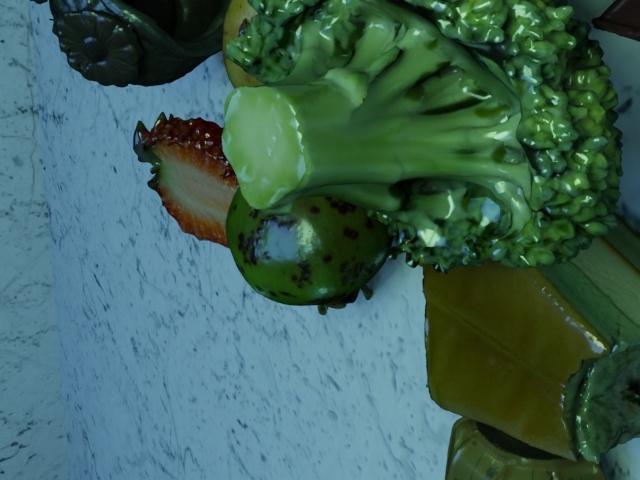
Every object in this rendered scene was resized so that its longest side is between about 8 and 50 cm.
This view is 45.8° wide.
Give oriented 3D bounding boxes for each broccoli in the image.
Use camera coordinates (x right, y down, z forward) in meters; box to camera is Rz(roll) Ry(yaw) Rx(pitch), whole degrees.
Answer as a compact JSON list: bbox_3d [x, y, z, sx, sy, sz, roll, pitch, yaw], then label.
[{"bbox_3d":[0.062,-0.105,0.528,0.288,0.259,0.236,7,81,39],"label":"broccoli"}]

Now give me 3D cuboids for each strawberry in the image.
[{"bbox_3d":[-0.137,-0.084,1.200,0.306,0.138,0.234,26,145,23],"label":"strawberry"}]

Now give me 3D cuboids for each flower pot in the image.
[{"bbox_3d":[-0.262,-0.371,1.108,0.213,0.301,0.302,-11,91,52],"label":"flower pot"}]

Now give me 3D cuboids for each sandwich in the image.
[{"bbox_3d":[0.208,0.043,0.644,0.198,0.155,0.228,11,109,54],"label":"sandwich"}]

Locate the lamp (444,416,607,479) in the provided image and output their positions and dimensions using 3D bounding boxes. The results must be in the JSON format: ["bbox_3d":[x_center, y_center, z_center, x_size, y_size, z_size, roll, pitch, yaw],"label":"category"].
[{"bbox_3d":[0.193,0.260,0.737,0.161,0.161,0.185,25,118,52],"label":"lamp"}]

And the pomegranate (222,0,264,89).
[{"bbox_3d":[-0.029,-0.228,0.899,0.191,0.191,0.191,25,120,52],"label":"pomegranate"}]

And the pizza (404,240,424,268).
[{"bbox_3d":[0.140,0.010,0.837,0.134,0.046,0.175,-10,92,58],"label":"pizza"}]

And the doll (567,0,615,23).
[{"bbox_3d":[0.144,-0.320,0.625,0.311,0.159,0.243,55,140,17],"label":"doll"}]

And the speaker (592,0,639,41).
[{"bbox_3d":[0.303,-0.254,0.456,0.259,0.198,0.330,-70,-4,-76],"label":"speaker"}]

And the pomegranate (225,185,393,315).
[{"bbox_3d":[0.000,0.000,0.929,0.211,0.211,0.263,29,152,51],"label":"pomegranate"}]
